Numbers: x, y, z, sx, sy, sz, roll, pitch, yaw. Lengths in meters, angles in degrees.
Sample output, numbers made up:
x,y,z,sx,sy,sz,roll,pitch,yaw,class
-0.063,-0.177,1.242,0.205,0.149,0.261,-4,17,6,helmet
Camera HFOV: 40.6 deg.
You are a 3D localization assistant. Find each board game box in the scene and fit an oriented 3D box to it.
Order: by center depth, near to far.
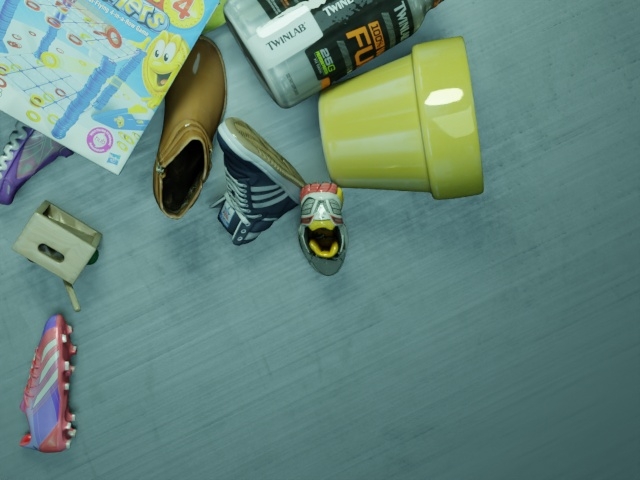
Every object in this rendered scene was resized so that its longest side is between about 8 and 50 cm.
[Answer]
x,y,z,sx,sy,sz,roll,pitch,yaw,class
-0.355,-0.303,1.269,0.308,0.086,0.302,29,97,-16,board game box

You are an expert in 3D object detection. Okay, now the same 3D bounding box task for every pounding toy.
x,y,z,sx,sy,sz,roll,pitch,yaw,class
-0.419,0.023,1.399,0.141,0.130,0.100,33,96,-14,pounding toy

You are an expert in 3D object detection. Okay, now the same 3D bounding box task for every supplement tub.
x,y,z,sx,sy,sz,roll,pitch,yaw,class
0.025,-0.361,1.346,0.316,0.193,0.194,-32,105,-1,supplement tub

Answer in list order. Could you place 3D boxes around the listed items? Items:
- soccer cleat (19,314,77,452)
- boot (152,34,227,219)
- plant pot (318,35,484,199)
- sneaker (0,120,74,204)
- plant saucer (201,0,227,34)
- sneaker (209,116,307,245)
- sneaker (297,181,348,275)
x,y,z,sx,sy,sz,roll,pitch,yaw,class
-0.468,0.246,1.472,0.095,0.083,0.248,2,105,-4,soccer cleat
-0.207,-0.175,1.339,0.109,0.220,0.283,17,100,-11,boot
0.128,-0.183,1.390,0.239,0.254,0.254,-7,104,10,plant pot
-0.442,-0.153,1.380,0.104,0.095,0.236,27,96,-21,sneaker
-0.221,-0.436,1.342,0.241,0.037,0.241,-5,124,-8,plant saucer
-0.125,-0.084,1.369,0.153,0.282,0.099,-37,66,7,sneaker
0.000,0.000,1.434,0.088,0.093,0.225,-3,148,5,sneaker
